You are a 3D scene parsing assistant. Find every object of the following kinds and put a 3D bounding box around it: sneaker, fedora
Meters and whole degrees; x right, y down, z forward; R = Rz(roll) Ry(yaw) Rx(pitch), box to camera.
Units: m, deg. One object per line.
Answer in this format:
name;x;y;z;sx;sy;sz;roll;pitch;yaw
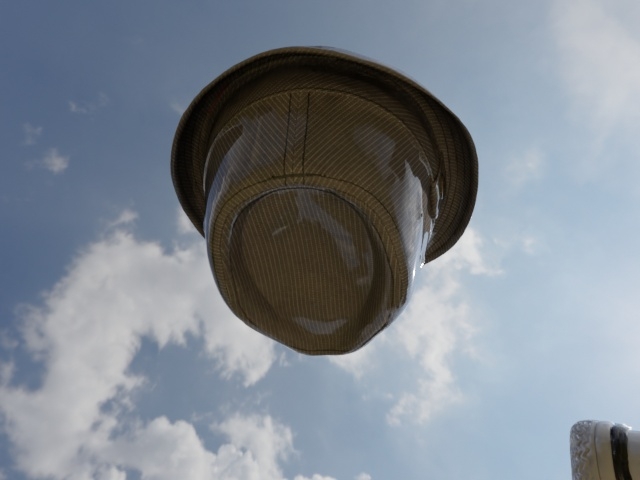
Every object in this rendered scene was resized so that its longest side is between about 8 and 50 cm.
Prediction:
sneaker;0.398;0.296;0.611;0.210;0.138;0.366;-7;-36;26
fedora;0.000;0.000;0.425;0.243;0.124;0.276;3;-41;3
